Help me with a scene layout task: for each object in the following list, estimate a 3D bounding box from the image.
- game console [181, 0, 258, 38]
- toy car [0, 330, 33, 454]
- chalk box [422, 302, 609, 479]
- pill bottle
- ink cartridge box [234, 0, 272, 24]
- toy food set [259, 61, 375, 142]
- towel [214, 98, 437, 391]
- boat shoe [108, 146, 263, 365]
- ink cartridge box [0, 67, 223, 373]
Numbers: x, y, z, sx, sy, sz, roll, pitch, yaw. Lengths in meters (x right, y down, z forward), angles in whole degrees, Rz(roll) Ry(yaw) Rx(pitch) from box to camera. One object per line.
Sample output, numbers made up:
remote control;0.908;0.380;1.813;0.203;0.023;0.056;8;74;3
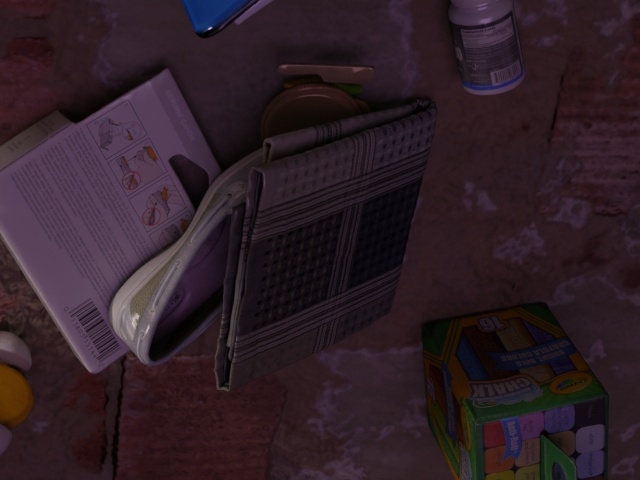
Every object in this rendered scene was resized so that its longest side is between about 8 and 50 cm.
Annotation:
game console;-0.002;-0.292;1.587;0.250;0.293;0.173;14;114;-21
toy car;-0.446;0.180;1.902;0.182;0.159;0.136;28;146;-27
chalk box;0.256;0.238;2.011;0.179;0.289;0.180;-10;121;-9
pill bottle;0.192;-0.246;1.843;0.078;0.078;0.137;-18;122;-4
ink cartridge box;-0.065;-0.386;1.717;0.223;0.045;0.224;-33;121;5
toy food set;-0.007;-0.140;1.882;0.132;0.038;0.192;3;129;-10
towel;0.000;0.000;1.867;0.324;0.056;0.312;-22;134;-45
boat shoe;-0.111;0.016;1.851;0.320;0.103;0.118;-43;125;-5
ink cartridge box;-0.238;-0.028;1.865;0.261;0.066;0.296;-34;123;-13
